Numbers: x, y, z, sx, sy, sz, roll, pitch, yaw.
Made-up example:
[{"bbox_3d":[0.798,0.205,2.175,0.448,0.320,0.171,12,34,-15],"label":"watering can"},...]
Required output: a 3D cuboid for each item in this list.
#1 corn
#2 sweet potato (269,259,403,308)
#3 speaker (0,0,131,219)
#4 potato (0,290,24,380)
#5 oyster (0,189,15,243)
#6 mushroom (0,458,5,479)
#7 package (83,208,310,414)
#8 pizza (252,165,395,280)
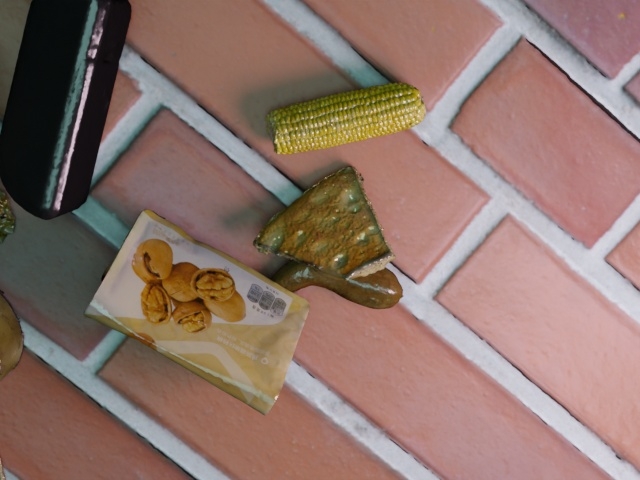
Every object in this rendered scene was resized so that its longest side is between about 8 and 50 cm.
[{"bbox_3d":[0.039,-0.190,1.853,0.248,0.081,0.081,-12,100,-1],"label":"corn"},{"bbox_3d":[0.020,0.063,1.909,0.233,0.062,0.081,6,100,-1],"label":"sweet potato"},{"bbox_3d":[-0.411,-0.242,1.779,0.184,0.180,0.388,15,98,1],"label":"speaker"},{"bbox_3d":[-0.571,0.157,1.867,0.182,0.117,0.202,-30,101,5],"label":"potato"},{"bbox_3d":[-0.551,-0.039,1.874,0.146,0.045,0.121,28,83,-8],"label":"oyster"},{"bbox_3d":[-0.520,0.422,1.963,0.028,0.026,0.286,-11,103,15],"label":"mushroom"},{"bbox_3d":[-0.202,0.136,1.848,0.311,0.221,0.165,28,136,-9],"label":"package"},{"bbox_3d":[0.008,0.003,1.861,0.204,0.080,0.188,-28,59,-2],"label":"pizza"}]
